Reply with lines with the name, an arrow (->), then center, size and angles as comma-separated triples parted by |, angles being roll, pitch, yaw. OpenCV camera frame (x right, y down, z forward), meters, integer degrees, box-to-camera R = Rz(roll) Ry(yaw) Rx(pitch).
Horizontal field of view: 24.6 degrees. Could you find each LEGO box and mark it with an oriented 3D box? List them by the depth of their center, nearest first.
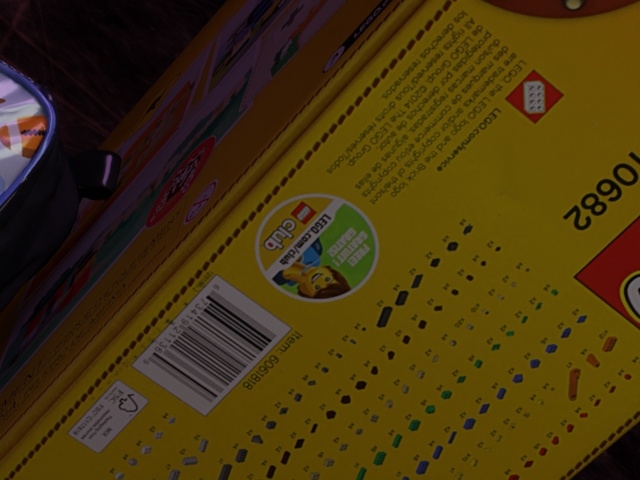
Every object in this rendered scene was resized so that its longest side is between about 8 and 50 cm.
LEGO box -> 0.000, 0.000, 0.752 | 0.193, 0.500, 0.372 | 37, 24, -16

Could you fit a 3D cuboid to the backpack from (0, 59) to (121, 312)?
backpack -> -0.277, -0.033, 0.663 | 0.263, 0.276, 0.213 | 32, -24, 15
